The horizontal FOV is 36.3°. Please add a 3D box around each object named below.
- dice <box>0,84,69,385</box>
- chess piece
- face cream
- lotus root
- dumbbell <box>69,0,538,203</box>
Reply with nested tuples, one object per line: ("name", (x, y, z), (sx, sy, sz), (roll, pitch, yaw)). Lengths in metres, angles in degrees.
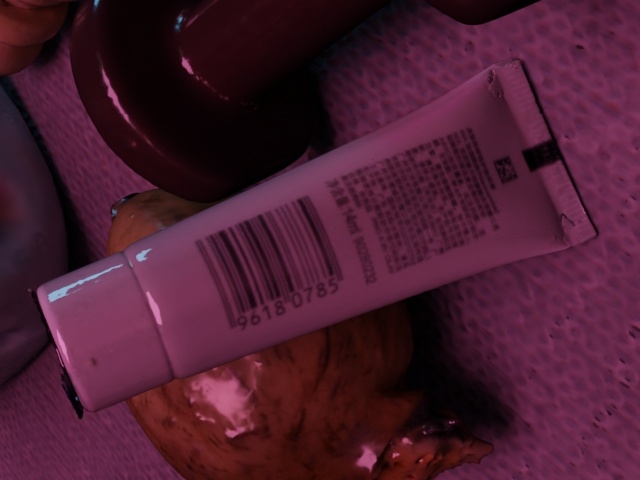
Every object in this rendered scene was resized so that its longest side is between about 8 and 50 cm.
("dice", (-0.368, 0.007, 0.718), (0.264, 0.262, 0.268), (-41, 75, 40))
("chess piece", (-0.198, -0.168, 0.638), (0.170, 0.094, 0.094), (-35, 77, 45))
("face cream", (0.000, 0.000, 0.419), (0.092, 0.243, 0.058), (67, 165, 4))
("lotus root", (-0.040, 0.058, 0.518), (0.257, 0.140, 0.154), (36, 133, 38))
("dumbbell", (-0.004, -0.116, 0.441), (0.225, 0.140, 0.124), (-28, 92, 43))
